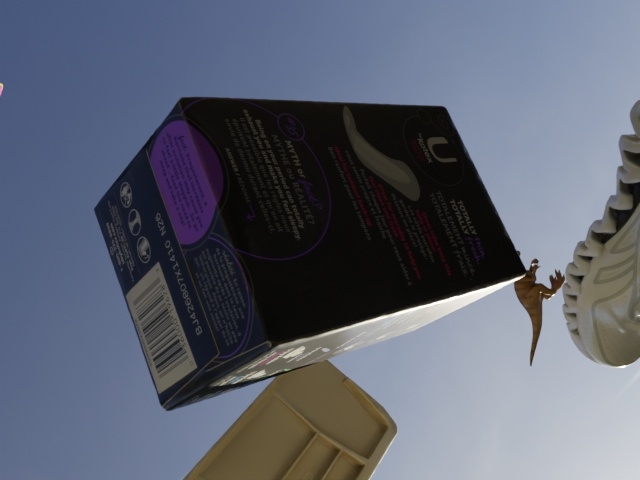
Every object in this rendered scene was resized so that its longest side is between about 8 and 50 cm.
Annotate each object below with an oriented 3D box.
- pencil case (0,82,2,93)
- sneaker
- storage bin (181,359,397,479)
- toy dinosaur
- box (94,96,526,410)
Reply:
[{"bbox_3d":[-0.518,-0.214,0.848,0.236,0.104,0.104,36,-113,-23],"label":"pencil case"},{"bbox_3d":[0.294,0.009,0.581,0.110,0.118,0.292,-11,-53,-21],"label":"sneaker"},{"bbox_3d":[-0.080,0.269,0.644,0.123,0.262,0.260,40,-142,8],"label":"storage bin"},{"bbox_3d":[0.383,0.103,1.238,0.112,0.064,0.212,-24,-77,-5],"label":"toy dinosaur"},{"bbox_3d":[0.000,0.000,0.520,0.270,0.143,0.165,-9,-109,-42],"label":"box"}]
